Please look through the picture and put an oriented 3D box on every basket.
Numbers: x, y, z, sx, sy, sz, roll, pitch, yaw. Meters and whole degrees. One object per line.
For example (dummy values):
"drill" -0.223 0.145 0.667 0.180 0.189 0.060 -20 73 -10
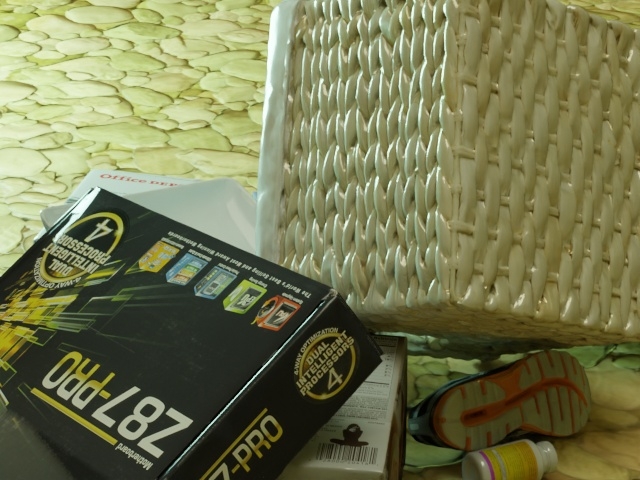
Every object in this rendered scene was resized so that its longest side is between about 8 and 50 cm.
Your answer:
"basket" 0.142 -0.064 1.839 0.328 0.331 0.266 11 -13 -42

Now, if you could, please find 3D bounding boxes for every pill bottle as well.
"pill bottle" 0.174 0.206 1.764 0.083 0.043 0.043 -11 27 -25

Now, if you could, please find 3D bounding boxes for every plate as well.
"plate" -0.111 0.051 1.960 0.277 0.045 0.278 -11 49 -47

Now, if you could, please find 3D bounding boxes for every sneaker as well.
"sneaker" 0.173 0.154 1.845 0.215 0.084 0.083 -5 -6 -38

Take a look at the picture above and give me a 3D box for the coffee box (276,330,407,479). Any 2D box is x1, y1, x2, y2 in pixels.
"coffee box" 0.018 0.193 1.667 0.098 0.141 0.246 3 23 6

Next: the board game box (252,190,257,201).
"board game box" 0.000 0.000 2.187 0.194 0.060 0.194 -7 27 -19

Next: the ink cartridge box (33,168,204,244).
"ink cartridge box" -0.214 0.002 2.132 0.148 0.086 0.203 7 25 10

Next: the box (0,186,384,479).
"box" -0.181 0.129 1.631 0.318 0.097 0.395 -47 37 -15
